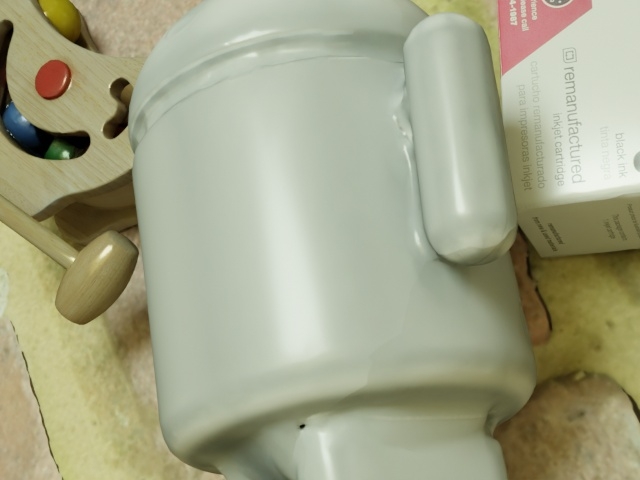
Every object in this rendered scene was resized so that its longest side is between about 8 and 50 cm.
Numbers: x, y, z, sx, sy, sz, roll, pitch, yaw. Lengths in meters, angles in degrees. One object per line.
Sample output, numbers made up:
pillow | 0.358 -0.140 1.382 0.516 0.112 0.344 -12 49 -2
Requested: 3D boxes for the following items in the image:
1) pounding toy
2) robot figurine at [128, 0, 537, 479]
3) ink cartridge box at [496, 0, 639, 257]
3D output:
pounding toy | -0.169 -0.091 0.759 0.154 0.155 0.269 -41 62 10
robot figurine | 0.000 0.000 0.633 0.300 0.200 0.353 -34 58 47
ink cartridge box | 0.226 -0.095 0.628 0.237 0.100 0.172 -7 70 20
